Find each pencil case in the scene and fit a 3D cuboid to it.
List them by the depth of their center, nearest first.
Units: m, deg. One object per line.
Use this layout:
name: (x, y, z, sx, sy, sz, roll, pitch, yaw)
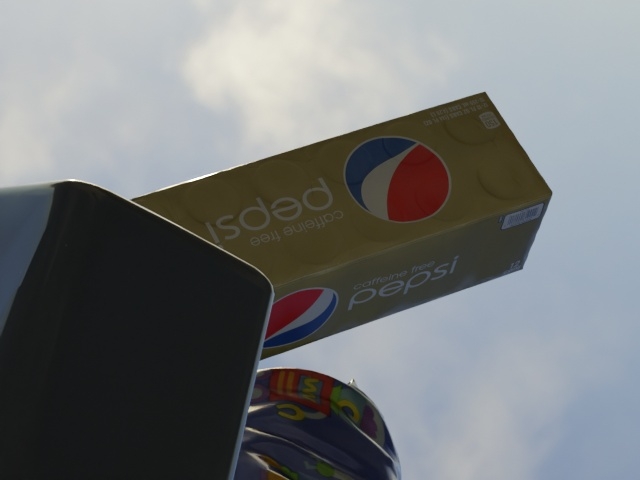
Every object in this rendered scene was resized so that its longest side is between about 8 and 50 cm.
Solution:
pencil case: (-0.007, 0.161, 0.754, 0.133, 0.119, 0.306, 25, -167, -12)

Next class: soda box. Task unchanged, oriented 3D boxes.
soda box: (0.000, 0.000, 0.697, 0.181, 0.058, 0.061, -18, -120, -21)

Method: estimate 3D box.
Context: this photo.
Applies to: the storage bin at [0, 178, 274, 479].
storage bin: (-0.077, 0.037, 0.353, 0.098, 0.091, 0.135, 29, 159, -37)
